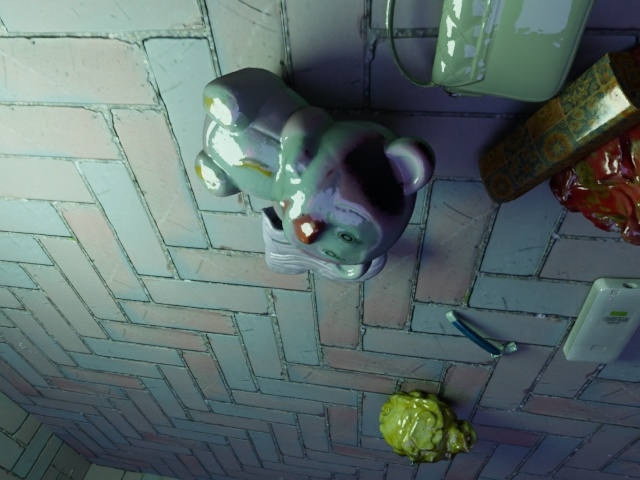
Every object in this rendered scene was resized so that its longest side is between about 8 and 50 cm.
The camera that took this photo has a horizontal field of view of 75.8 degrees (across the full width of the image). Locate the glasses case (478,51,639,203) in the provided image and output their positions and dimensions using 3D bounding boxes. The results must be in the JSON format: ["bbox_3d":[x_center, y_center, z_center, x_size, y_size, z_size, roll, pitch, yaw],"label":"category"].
[{"bbox_3d":[0.292,-0.128,0.521,0.049,0.075,0.218,-11,163,-21],"label":"glasses case"}]

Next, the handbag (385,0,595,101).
[{"bbox_3d":[0.186,-0.283,0.456,0.219,0.079,0.256,11,135,12],"label":"handbag"}]

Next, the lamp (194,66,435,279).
[{"bbox_3d":[-0.002,-0.103,0.588,0.301,0.247,0.247,35,131,10],"label":"lamp"}]

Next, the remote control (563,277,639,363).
[{"bbox_3d":[0.574,0.169,0.825,0.103,0.034,0.250,0,134,13],"label":"remote control"}]

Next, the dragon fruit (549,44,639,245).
[{"bbox_3d":[0.382,-0.080,0.519,0.134,0.212,0.262,-17,122,16],"label":"dragon fruit"}]

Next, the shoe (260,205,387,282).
[{"bbox_3d":[0.000,0.000,0.758,0.244,0.095,0.138,5,137,18],"label":"shoe"}]

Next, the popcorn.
[{"bbox_3d":[0.286,0.523,1.125,0.265,0.192,0.233,-2,141,39],"label":"popcorn"}]

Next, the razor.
[{"bbox_3d":[0.354,0.216,0.921,0.191,0.037,0.068,33,133,-19],"label":"razor"}]
